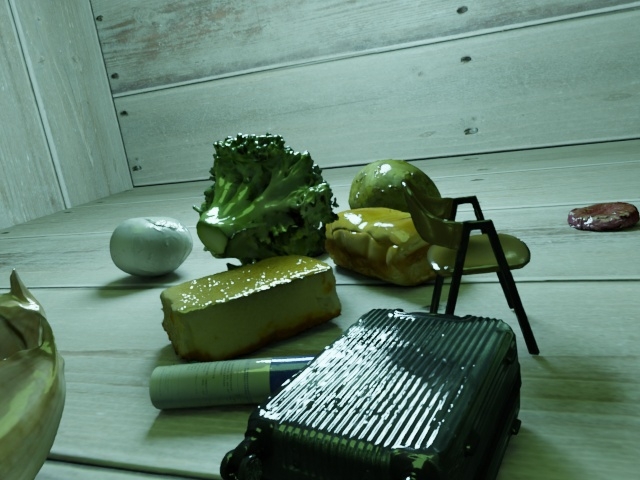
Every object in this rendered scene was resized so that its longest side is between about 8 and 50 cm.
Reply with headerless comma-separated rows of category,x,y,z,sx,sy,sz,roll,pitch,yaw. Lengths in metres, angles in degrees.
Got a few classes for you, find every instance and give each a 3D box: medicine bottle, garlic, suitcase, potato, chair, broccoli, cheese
medicine bottle,-0.109,0.189,0.705,0.230,0.059,0.059,-6,15,8
garlic,-0.424,0.189,0.568,0.285,0.250,0.313,-17,4,39
suitcase,0.071,0.178,0.513,0.202,0.128,0.312,1,18,31
potato,0.185,-0.115,1.417,0.173,0.210,0.307,-59,26,-14
chair,0.214,0.026,0.773,0.172,0.247,0.159,-4,16,10
broccoli,-0.133,-0.053,1.125,0.272,0.334,0.324,-46,-14,-22
cheese,-0.433,0.015,1.332,0.188,0.155,0.198,3,2,-34

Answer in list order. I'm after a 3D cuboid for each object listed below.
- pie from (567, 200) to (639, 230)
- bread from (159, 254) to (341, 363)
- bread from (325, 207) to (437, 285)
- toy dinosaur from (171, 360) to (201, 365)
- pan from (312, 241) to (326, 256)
pie,0.661,-0.057,1.234,0.153,0.038,0.153,-10,15,3
bread,-0.124,0.112,0.907,0.274,0.114,0.184,-14,12,-24
bread,0.133,0.006,1.119,0.166,0.133,0.294,-9,12,-28
toy dinosaur,-0.199,0.197,0.778,0.083,0.031,0.047,-10,17,-6
pan,0.004,0.004,1.343,0.201,0.048,0.128,-12,17,-9
